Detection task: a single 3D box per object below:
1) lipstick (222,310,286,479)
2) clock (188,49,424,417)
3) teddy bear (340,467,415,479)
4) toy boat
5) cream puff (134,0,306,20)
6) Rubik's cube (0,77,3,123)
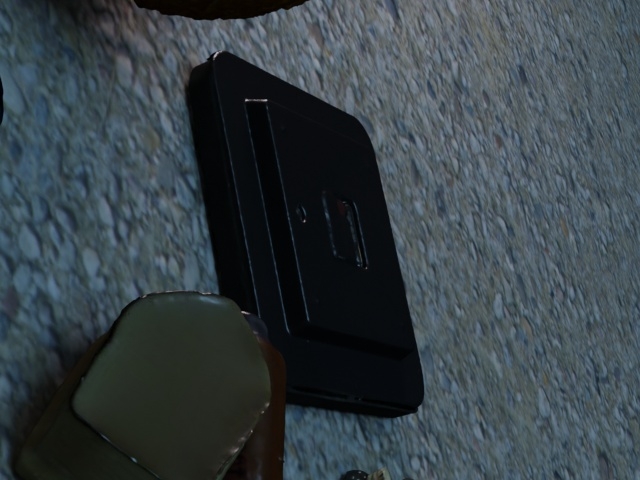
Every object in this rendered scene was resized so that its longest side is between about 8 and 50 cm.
[{"bbox_3d":[-0.056,0.228,0.963,0.077,0.077,0.418,44,34,-44],"label":"lipstick"},{"bbox_3d":[0.001,0.000,1.267,0.273,0.049,0.279,17,57,-59],"label":"clock"},{"bbox_3d":[0.135,0.260,1.167,0.144,0.251,0.171,-13,99,-63],"label":"teddy bear"},{"bbox_3d":[-0.093,0.095,0.939,0.116,0.061,0.188,34,35,-3],"label":"toy boat"},{"bbox_3d":[-0.098,-0.290,1.080,0.303,0.212,0.303,23,59,-43],"label":"cream puff"},{"bbox_3d":[-0.269,-0.135,0.632,0.284,0.250,0.234,50,55,-5],"label":"Rubik's cube"}]
